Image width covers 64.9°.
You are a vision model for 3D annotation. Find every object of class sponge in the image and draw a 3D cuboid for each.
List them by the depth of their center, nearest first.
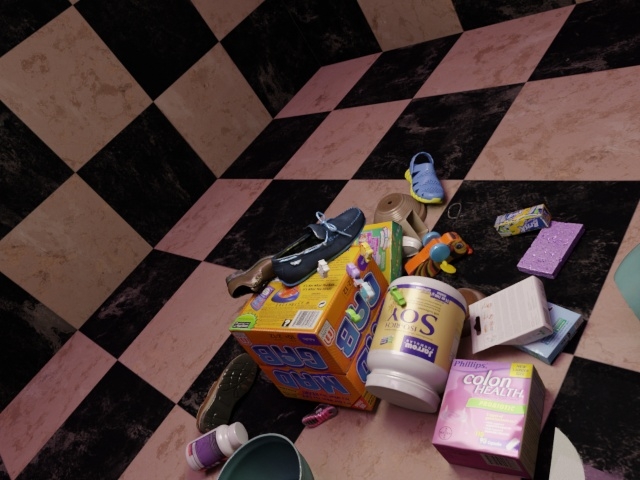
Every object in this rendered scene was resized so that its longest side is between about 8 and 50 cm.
[{"bbox_3d":[0.723,0.024,1.579,0.210,0.031,0.117,-50,34,-18],"label":"sponge"}]

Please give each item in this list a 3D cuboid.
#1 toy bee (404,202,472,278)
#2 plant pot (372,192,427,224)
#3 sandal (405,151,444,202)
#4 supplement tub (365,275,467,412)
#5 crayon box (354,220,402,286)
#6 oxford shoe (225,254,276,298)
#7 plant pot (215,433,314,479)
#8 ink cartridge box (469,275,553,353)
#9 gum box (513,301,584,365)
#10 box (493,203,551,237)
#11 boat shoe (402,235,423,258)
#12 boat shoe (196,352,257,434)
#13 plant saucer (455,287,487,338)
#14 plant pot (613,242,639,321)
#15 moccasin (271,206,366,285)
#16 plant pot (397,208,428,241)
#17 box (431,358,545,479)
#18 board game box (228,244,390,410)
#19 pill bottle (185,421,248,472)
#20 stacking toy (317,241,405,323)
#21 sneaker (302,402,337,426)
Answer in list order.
[{"bbox_3d":[0.442,0.039,1.749,0.298,0.162,0.195,-43,31,41],"label":"toy bee"},{"bbox_3d":[0.310,-0.120,2.082,0.237,0.110,0.237,-24,35,18],"label":"plant pot"},{"bbox_3d":[0.433,-0.263,2.091,0.126,0.138,0.317,2,35,-13],"label":"sandal"},{"bbox_3d":[0.272,0.296,1.448,0.241,0.241,0.331,-3,55,41],"label":"supplement tub"},{"bbox_3d":[0.208,0.078,1.846,0.165,0.081,0.279,-8,70,37],"label":"crayon box"},{"bbox_3d":[-0.192,0.122,1.613,0.227,0.083,0.096,-30,45,9],"label":"oxford shoe"},{"bbox_3d":[-0.125,0.710,1.366,0.293,0.196,0.293,-25,33,18],"label":"plant pot"},{"bbox_3d":[0.535,0.222,1.434,0.224,0.056,0.181,-38,27,38],"label":"ink cartridge box"},{"bbox_3d":[0.604,0.241,1.408,0.157,0.041,0.184,-45,32,-12],"label":"gum box"},{"bbox_3d":[0.674,-0.064,1.681,0.169,0.059,0.054,-18,33,47],"label":"box"},{"bbox_3d":[0.264,0.054,1.926,0.277,0.098,0.096,-12,43,44],"label":"boat shoe"},{"bbox_3d":[-0.357,0.559,1.854,0.120,0.122,0.324,-24,26,51],"label":"boat shoe"},{"bbox_3d":[0.437,0.221,1.600,0.198,0.036,0.199,-24,35,18],"label":"plant saucer"},{"bbox_3d":[0.839,0.102,1.155,0.235,0.293,0.293,-39,28,30],"label":"plant pot"},{"bbox_3d":[0.000,0.000,1.552,0.342,0.117,0.137,-42,30,-18],"label":"moccasin"},{"bbox_3d":[0.337,-0.039,1.946,0.096,0.109,0.109,-33,8,36],"label":"plant pot"},{"bbox_3d":[0.425,0.436,1.262,0.213,0.117,0.243,-6,43,39],"label":"box"},{"bbox_3d":[0.009,0.270,1.618,0.356,0.356,0.356,-6,38,40],"label":"board game box"},{"bbox_3d":[-0.343,0.687,1.686,0.193,0.108,0.108,-30,33,11],"label":"pill bottle"},{"bbox_3d":[0.112,0.115,1.406,0.167,0.052,0.221,-20,56,-22],"label":"stacking toy"},{"bbox_3d":[-0.005,0.549,1.603,0.119,0.047,0.057,-25,27,4],"label":"sneaker"}]
